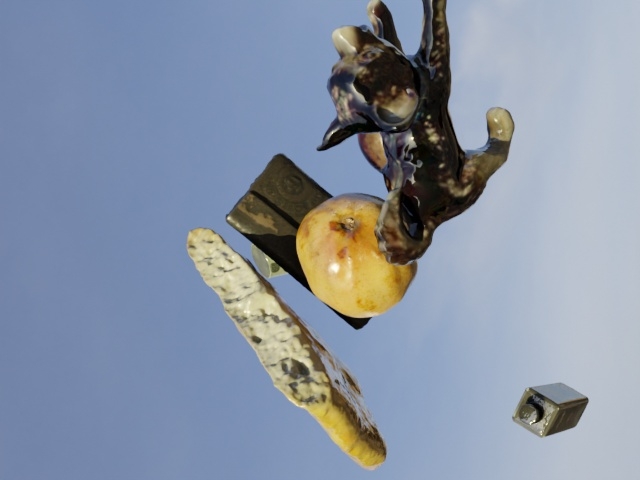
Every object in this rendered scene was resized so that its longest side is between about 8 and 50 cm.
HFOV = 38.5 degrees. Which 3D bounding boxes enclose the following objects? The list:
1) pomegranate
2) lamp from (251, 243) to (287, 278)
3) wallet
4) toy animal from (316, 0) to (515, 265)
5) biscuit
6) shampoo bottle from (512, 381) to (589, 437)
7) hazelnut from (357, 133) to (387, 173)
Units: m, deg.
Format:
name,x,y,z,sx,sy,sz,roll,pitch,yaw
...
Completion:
name,x,y,z,sx,sy,sz,roll,pitch,yaw
pomegranate,0.057,0.023,1.492,0.207,0.207,0.207,-16,-71,-57
lamp,-0.034,0.000,1.922,0.215,0.121,0.121,-24,-61,-21
wallet,0.000,0.000,1.639,0.321,0.044,0.170,40,-112,-6
toy animal,0.116,-0.158,1.315,0.344,0.194,0.302,54,-126,-23
biscuit,-0.025,0.212,1.588,0.104,0.429,0.446,-40,-47,-4
shampoo bottle,0.467,0.345,1.872,0.246,0.079,0.080,8,-72,-57
hazelnut,0.169,-0.211,1.822,0.208,0.208,0.208,-16,-71,-57
